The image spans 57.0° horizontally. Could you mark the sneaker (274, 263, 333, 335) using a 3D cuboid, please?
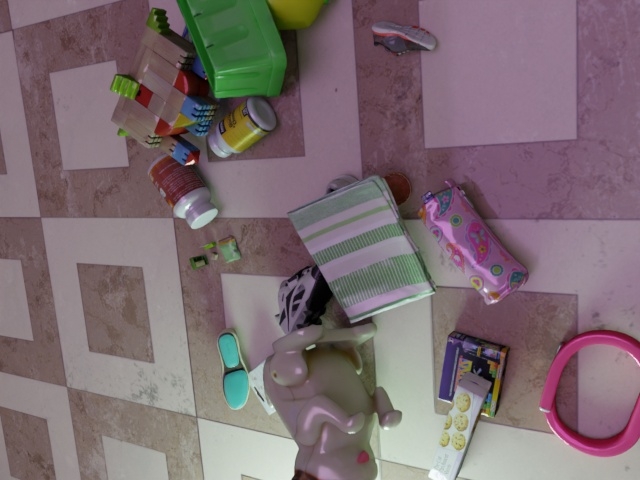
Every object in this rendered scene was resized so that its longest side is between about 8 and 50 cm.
[{"bbox_3d":[-0.044,0.124,1.560,0.146,0.122,0.330,40,121,28],"label":"sneaker"}]

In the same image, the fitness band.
[{"bbox_3d":[0.596,0.328,1.268,0.209,0.054,0.290,19,110,26],"label":"fitness band"}]

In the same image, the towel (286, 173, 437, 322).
[{"bbox_3d":[0.102,0.027,1.391,0.248,0.038,0.324,-23,108,20],"label":"towel"}]

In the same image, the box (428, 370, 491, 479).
[{"bbox_3d":[0.330,0.456,1.406,0.067,0.063,0.324,25,125,24],"label":"box"}]

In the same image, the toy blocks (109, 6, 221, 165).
[{"bbox_3d":[-0.394,-0.381,1.588,0.261,0.191,0.381,36,114,13],"label":"toy blocks"}]

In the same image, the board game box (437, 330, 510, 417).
[{"bbox_3d":[0.364,0.318,1.407,0.141,0.048,0.170,12,106,27],"label":"board game box"}]

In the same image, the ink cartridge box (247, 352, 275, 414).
[{"bbox_3d":[-0.139,0.426,1.744,0.145,0.045,0.179,55,139,9],"label":"ink cartridge box"}]

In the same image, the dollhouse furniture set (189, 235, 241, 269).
[{"bbox_3d":[-0.315,0.041,1.744,0.152,0.059,0.076,-19,91,32],"label":"dollhouse furniture set"}]

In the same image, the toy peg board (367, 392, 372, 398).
[{"bbox_3d":[0.061,0.469,1.601,0.160,0.079,0.161,47,119,14],"label":"toy peg board"}]

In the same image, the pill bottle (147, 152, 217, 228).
[{"bbox_3d":[-0.398,-0.144,1.717,0.121,0.121,0.216,-44,77,30],"label":"pill bottle"}]

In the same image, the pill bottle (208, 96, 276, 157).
[{"bbox_3d":[-0.214,-0.300,1.586,0.184,0.103,0.103,-30,85,31],"label":"pill bottle"}]

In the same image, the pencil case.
[{"bbox_3d":[0.337,0.003,1.314,0.124,0.124,0.284,-43,76,30],"label":"pencil case"}]

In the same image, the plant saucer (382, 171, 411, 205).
[{"bbox_3d":[0.184,-0.125,1.440,0.084,0.013,0.083,6,103,29],"label":"plant saucer"}]

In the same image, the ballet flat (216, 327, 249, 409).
[{"bbox_3d":[-0.266,0.382,1.782,0.086,0.086,0.248,-1,99,31],"label":"ballet flat"}]

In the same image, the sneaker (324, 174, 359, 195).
[{"bbox_3d":[0.083,-0.018,1.453,0.111,0.129,0.297,-29,87,24],"label":"sneaker"}]

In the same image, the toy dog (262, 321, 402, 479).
[{"bbox_3d":[-0.001,0.443,1.434,0.395,0.285,0.407,-28,65,29],"label":"toy dog"}]

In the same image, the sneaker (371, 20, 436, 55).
[{"bbox_3d":[0.191,-0.454,1.352,0.158,0.061,0.064,26,139,25],"label":"sneaker"}]

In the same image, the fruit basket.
[{"bbox_3d":[-0.138,-0.565,1.438,0.392,0.283,0.392,1,82,-10],"label":"fruit basket"}]

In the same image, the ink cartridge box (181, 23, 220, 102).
[{"bbox_3d":[-0.325,-0.479,1.647,0.208,0.045,0.206,39,117,20],"label":"ink cartridge box"}]
